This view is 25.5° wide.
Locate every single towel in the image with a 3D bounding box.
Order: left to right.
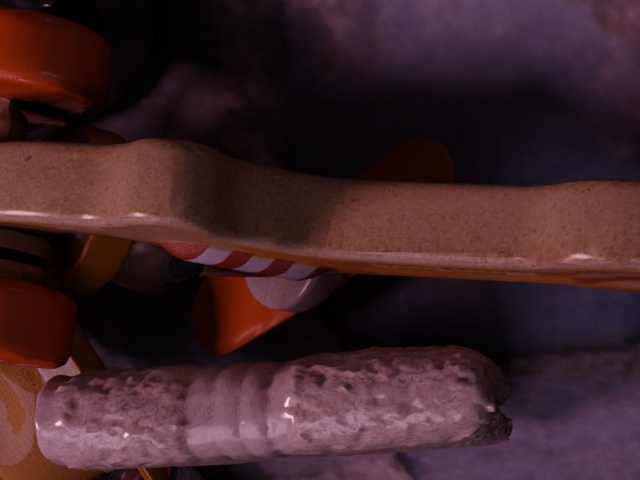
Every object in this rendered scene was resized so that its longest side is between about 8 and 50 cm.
[{"bbox_3d":[-0.003,0.081,0.680,0.187,0.049,0.282,-6,171,8],"label":"towel"}]

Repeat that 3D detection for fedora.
[{"bbox_3d":[-0.157,0.081,0.775,0.194,0.079,0.194,54,169,16],"label":"fedora"}]

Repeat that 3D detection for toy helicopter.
[{"bbox_3d":[0.000,0.000,0.616,0.355,0.140,0.235,3,170,21],"label":"toy helicopter"}]

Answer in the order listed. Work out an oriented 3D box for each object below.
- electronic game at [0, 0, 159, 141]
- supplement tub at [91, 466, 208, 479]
[{"bbox_3d":[-0.186,-0.124,0.641,0.229,0.048,0.229,7,144,5],"label":"electronic game"},{"bbox_3d":[-0.122,0.185,0.935,0.106,0.106,0.198,-13,131,35],"label":"supplement tub"}]
